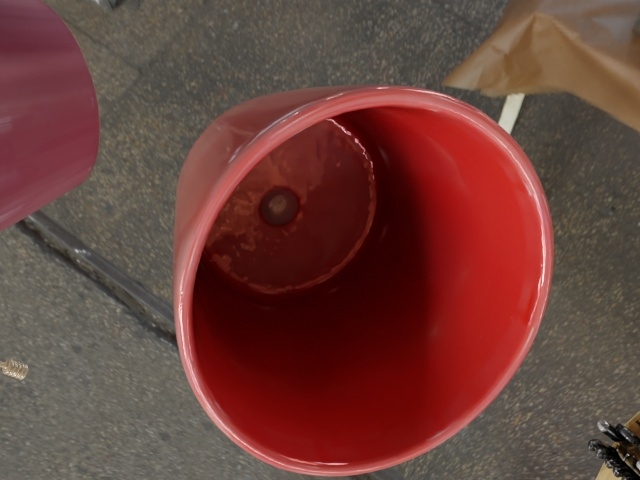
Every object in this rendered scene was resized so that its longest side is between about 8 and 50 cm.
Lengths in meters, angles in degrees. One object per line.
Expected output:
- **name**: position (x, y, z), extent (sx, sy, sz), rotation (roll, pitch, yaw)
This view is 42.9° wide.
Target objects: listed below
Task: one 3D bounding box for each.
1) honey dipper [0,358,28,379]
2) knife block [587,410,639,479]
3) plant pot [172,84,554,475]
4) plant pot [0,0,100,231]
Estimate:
- **honey dipper**: position (-0.606, 0.213, 1.474), extent (0.030, 0.160, 0.031), rotation (-23, 50, 31)
- **knife block**: position (0.450, 0.239, 1.008), extent (0.275, 0.242, 0.088), rotation (-15, 44, -26)
- **plant pot**: position (0.000, 0.000, 0.638), extent (0.274, 0.243, 0.275), rotation (-7, 111, -18)
- **plant pot**: position (-0.239, -0.068, 0.471), extent (0.180, 0.201, 0.201), rotation (-25, 66, -44)
